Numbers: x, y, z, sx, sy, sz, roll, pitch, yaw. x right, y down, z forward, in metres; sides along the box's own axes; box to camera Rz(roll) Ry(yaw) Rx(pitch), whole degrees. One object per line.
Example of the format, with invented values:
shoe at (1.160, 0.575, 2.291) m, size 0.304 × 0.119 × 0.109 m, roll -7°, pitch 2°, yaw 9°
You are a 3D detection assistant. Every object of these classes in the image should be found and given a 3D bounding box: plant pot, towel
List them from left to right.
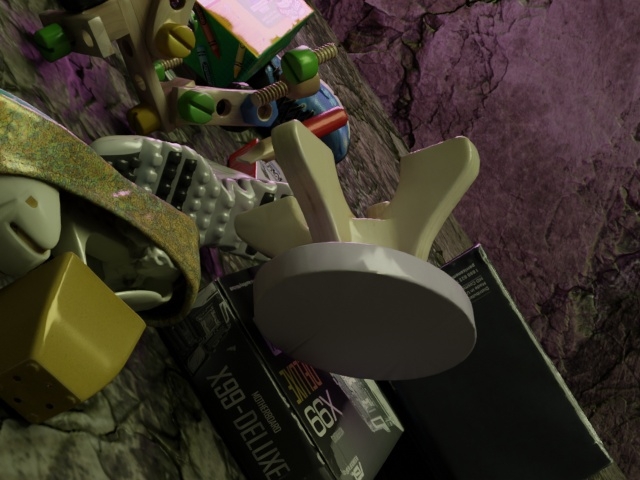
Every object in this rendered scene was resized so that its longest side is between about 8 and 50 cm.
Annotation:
plant pot at (-0.182, 0.075, 0.683) m, size 0.081 × 0.081 × 0.083 m, roll 49°, pitch 28°, yaw -28°
towel at (-0.213, -0.248, 1.376) m, size 0.113 × 0.023 × 0.152 m, roll 54°, pitch 12°, yaw -19°

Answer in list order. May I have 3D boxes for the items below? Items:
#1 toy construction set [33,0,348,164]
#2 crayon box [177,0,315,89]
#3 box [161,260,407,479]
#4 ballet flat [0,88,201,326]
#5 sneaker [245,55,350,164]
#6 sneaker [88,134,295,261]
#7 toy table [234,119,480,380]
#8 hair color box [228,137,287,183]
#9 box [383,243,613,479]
toy construction set at (-0.155, -0.180, 1.070) m, size 0.309 × 0.237 × 0.257 m, roll 40°, pitch -38°, yaw 27°
crayon box at (-0.127, -0.321, 1.426) m, size 0.165 × 0.081 × 0.278 m, roll 41°, pitch 29°, yaw -5°
box at (-0.024, 0.142, 1.045) m, size 0.242 × 0.076 × 0.307 m, roll 58°, pitch 14°, yaw 4°
ballet flat at (-0.200, -0.013, 0.752) m, size 0.348 × 0.123 × 0.123 m, roll 35°, pitch 26°, yaw -57°
sneaker at (-0.084, -0.232, 1.594) m, size 0.330 × 0.130 × 0.147 m, roll 44°, pitch 25°, yaw -17°
sneaker at (-0.146, -0.047, 1.040) m, size 0.118 × 0.110 × 0.292 m, roll 28°, pitch 6°, yaw 35°
toy table at (0.036, 0.014, 0.938) m, size 0.274 × 0.252 × 0.161 m, roll 55°, pitch 27°, yaw -59°
hair color box at (-0.077, -0.058, 1.344) m, size 0.093 × 0.053 × 0.167 m, roll 51°, pitch 17°, yaw -26°
box at (0.184, 0.188, 1.281) m, size 0.294 × 0.183 × 0.296 m, roll 58°, pitch -4°, yaw 7°
